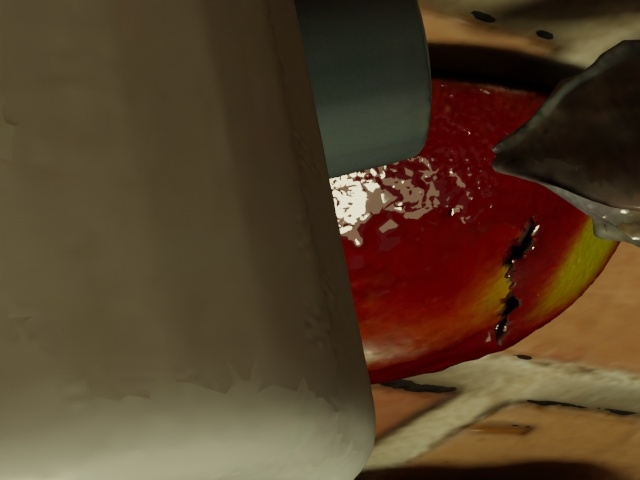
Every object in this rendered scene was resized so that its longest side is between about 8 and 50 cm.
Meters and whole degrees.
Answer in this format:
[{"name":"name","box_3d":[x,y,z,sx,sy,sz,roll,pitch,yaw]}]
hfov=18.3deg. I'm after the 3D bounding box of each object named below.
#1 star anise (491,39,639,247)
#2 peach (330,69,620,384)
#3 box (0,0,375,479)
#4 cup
[{"name":"star anise","box_3d":[0.165,-0.054,0.669,0.229,0.093,0.236,-13,153,-13]},{"name":"peach","box_3d":[0.002,0.003,0.749,0.279,0.068,0.189,-2,151,-17]},{"name":"box","box_3d":[-0.120,-0.015,0.455,0.291,0.206,0.262,-21,164,18]},{"name":"cup","box_3d":[-0.012,-0.063,0.611,0.077,0.078,0.100,-10,124,-13]}]
